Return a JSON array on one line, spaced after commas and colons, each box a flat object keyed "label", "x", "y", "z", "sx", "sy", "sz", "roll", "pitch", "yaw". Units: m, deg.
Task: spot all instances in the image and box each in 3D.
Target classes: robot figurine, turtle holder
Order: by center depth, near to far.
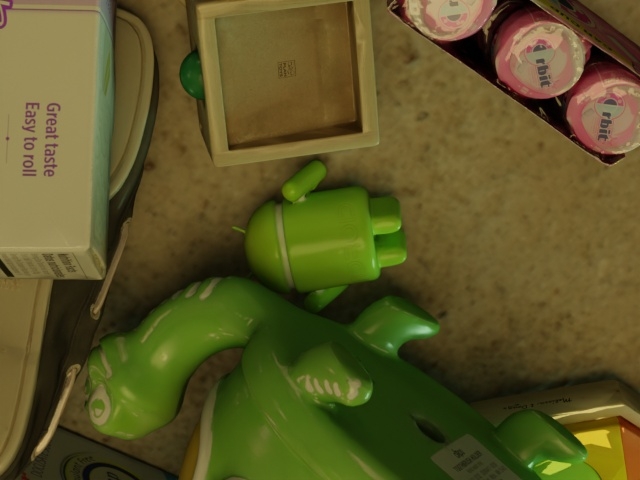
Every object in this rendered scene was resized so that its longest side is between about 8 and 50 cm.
[{"label": "turtle holder", "x": -0.002, "y": 0.167, "z": 1.217, "sx": 0.320, "sy": 0.243, "sz": 0.227, "roll": 31, "pitch": 107, "yaw": -16}, {"label": "robot figurine", "x": 0.000, "y": 0.000, "z": 1.293, "sx": 0.115, "sy": 0.067, "sz": 0.101, "roll": -9, "pitch": 117, "yaw": 5}]

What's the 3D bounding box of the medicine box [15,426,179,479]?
[{"label": "medicine box", "x": -0.230, "y": 0.241, "z": 1.289, "sx": 0.289, "sy": 0.263, "sz": 0.149, "roll": 25, "pitch": 110, "yaw": -10}]

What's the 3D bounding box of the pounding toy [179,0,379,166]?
[{"label": "pounding toy", "x": -0.044, "y": -0.129, "z": 1.236, "sx": 0.141, "sy": 0.100, "sz": 0.130, "roll": -8, "pitch": 113, "yaw": -8}]

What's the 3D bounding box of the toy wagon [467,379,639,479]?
[{"label": "toy wagon", "x": 0.194, "y": 0.269, "z": 1.402, "sx": 0.267, "sy": 0.068, "sz": 0.344, "roll": -10, "pitch": 112, "yaw": 5}]

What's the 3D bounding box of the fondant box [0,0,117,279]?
[{"label": "fondant box", "x": -0.296, "y": -0.101, "z": 1.176, "sx": 0.330, "sy": 0.096, "sz": 0.238, "roll": 1, "pitch": 76, "yaw": -1}]

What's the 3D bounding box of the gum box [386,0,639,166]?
[{"label": "gum box", "x": 0.133, "y": -0.131, "z": 1.215, "sx": 0.188, "sy": 0.107, "sz": 0.062, "roll": 34, "pitch": 109, "yaw": -13}]

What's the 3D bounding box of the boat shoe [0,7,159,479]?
[{"label": "boat shoe", "x": -0.189, "y": 0.009, "z": 1.247, "sx": 0.112, "sy": 0.095, "sz": 0.335, "roll": 16, "pitch": 77, "yaw": 6}]
